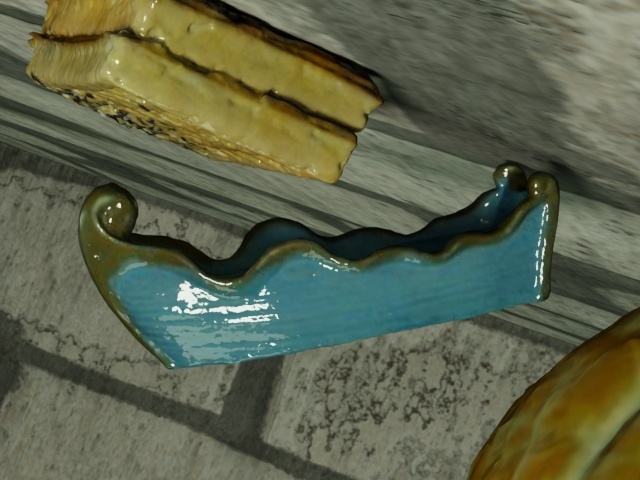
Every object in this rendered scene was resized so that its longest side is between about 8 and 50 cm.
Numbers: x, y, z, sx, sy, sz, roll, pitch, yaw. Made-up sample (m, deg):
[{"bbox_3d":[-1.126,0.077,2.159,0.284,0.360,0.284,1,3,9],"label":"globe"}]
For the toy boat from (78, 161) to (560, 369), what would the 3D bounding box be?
[{"bbox_3d":[0.000,0.000,0.580,0.186,0.077,0.075,-11,-173,-3],"label":"toy boat"}]

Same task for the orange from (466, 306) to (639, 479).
[{"bbox_3d":[0.192,0.128,0.409,0.329,0.249,0.329,26,173,4],"label":"orange"}]

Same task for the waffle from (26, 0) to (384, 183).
[{"bbox_3d":[-0.051,-0.061,0.558,0.102,0.042,0.148,22,178,-24],"label":"waffle"}]
